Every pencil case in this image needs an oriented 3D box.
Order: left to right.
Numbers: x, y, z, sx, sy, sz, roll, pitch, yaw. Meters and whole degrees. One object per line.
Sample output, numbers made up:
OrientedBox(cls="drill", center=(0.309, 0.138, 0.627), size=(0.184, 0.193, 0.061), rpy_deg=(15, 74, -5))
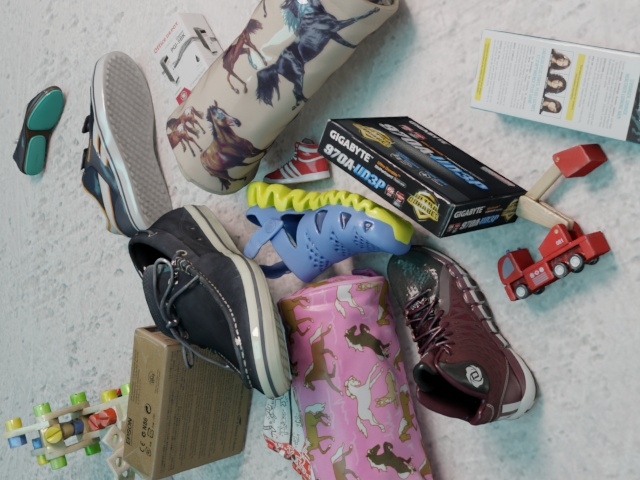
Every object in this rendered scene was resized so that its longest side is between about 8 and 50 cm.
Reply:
OrientedBox(cls="pencil case", center=(-0.058, -0.253, 1.409), size=(0.160, 0.183, 0.410), rpy_deg=(37, 122, -10))
OrientedBox(cls="pencil case", center=(0.057, 0.234, 1.380), size=(0.160, 0.167, 0.386), rpy_deg=(-17, 84, 20))

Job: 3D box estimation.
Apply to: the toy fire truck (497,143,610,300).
OrientedBox(cls="toy fire truck", center=(0.285, -0.020, 1.226), size=(0.192, 0.047, 0.135), rpy_deg=(-36, 72, 39))

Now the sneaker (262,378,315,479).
OrientedBox(cls="sneaker", center=(-0.005, 0.335, 1.504), size=(0.145, 0.090, 0.270), rpy_deg=(-17, 82, 42))

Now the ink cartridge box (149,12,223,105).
OrientedBox(cls="ink cartridge box", center=(-0.209, -0.289, 1.613), size=(0.099, 0.056, 0.135), rpy_deg=(-43, 69, 37))

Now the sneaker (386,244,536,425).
OrientedBox(cls="sneaker", center=(0.151, 0.122, 1.286), size=(0.281, 0.163, 0.106), rpy_deg=(51, 125, 23))

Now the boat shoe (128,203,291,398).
OrientedBox(cls="boat shoe", center=(-0.168, 0.089, 1.438), size=(0.500, 0.156, 0.186), rpy_deg=(-135, 30, -58))

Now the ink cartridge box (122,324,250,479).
OrientedBox(cls="ink cartridge box", center=(-0.209, 0.246, 1.597), size=(0.088, 0.193, 0.234), rpy_deg=(21, 109, 40))

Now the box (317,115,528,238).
OrientedBox(cls="box", center=(0.130, -0.087, 1.266), size=(0.220, 0.175, 0.051), rpy_deg=(38, 120, 32))

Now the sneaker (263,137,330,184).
OrientedBox(cls="sneaker", center=(-0.040, -0.119, 1.499), size=(0.119, 0.042, 0.067), rpy_deg=(-5, 97, 34))

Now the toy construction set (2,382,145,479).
OrientedBox(cls="toy construction set", center=(-0.389, 0.329, 1.750), size=(0.328, 0.215, 0.151), rpy_deg=(-2, 96, 43))

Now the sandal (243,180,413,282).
OrientedBox(cls="sandal", center=(0.000, 0.000, 1.410), size=(0.317, 0.126, 0.138), rpy_deg=(6, 73, 49))

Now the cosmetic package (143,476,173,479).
OrientedBox(cls="cosmetic package", center=(-0.262, 0.630, 1.727), size=(0.385, 0.156, 0.217), rpy_deg=(49, 125, 24))

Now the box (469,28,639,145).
OrientedBox(cls="box", center=(0.301, -0.185, 1.179), size=(0.244, 0.060, 0.100), rpy_deg=(20, 109, 38))

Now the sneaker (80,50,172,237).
OrientedBox(cls="sneaker", center=(-0.358, -0.159, 1.716), size=(0.128, 0.126, 0.321), rpy_deg=(-10, 91, 36))

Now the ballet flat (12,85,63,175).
OrientedBox(cls="ballet flat", center=(-0.555, -0.223, 1.919), size=(0.074, 0.074, 0.203), rpy_deg=(42, 123, 29))
